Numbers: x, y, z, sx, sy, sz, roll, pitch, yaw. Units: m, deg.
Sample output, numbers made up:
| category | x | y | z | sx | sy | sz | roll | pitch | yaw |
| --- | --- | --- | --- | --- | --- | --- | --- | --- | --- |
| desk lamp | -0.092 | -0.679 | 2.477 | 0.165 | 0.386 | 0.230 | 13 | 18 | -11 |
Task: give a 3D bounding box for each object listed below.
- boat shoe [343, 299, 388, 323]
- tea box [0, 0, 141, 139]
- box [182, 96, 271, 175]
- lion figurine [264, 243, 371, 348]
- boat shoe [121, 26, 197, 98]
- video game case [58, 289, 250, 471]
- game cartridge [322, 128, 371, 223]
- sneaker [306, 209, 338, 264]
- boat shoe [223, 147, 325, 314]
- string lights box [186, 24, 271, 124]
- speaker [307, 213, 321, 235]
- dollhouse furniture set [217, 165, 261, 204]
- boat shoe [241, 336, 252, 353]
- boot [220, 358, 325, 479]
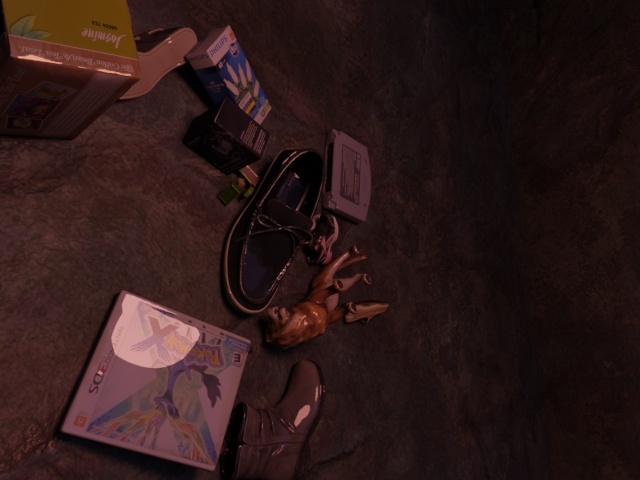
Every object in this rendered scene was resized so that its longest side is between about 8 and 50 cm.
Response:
| category | x | y | z | sx | sy | sz | roll | pitch | yaw |
| --- | --- | --- | --- | --- | --- | --- | --- | --- | --- |
| boat shoe | 0.147 | 0.236 | 1.645 | 0.190 | 0.068 | 0.072 | 0 | 89 | -36 |
| tea box | -0.533 | -0.396 | 0.934 | 0.220 | 0.329 | 0.323 | -6 | 83 | -47 |
| box | -0.246 | -0.268 | 1.320 | 0.158 | 0.156 | 0.093 | 37 | 54 | -32 |
| lion figurine | 0.006 | 0.161 | 1.439 | 0.142 | 0.240 | 0.392 | 56 | 30 | -3 |
| boat shoe | -0.442 | -0.437 | 1.232 | 0.335 | 0.095 | 0.112 | -48 | 142 | -39 |
| video game case | -0.335 | 0.304 | 1.090 | 0.329 | 0.036 | 0.300 | 28 | 58 | -25 |
| game cartridge | 0.095 | -0.215 | 1.735 | 0.198 | 0.062 | 0.297 | 25 | 60 | -44 |
| sneaker | 0.000 | 0.000 | 1.512 | 0.077 | 0.072 | 0.178 | -12 | 119 | -38 |
| boat shoe | -0.116 | -0.044 | 1.350 | 0.187 | 0.156 | 0.500 | 32 | 68 | -27 |
| string lights box | -0.244 | -0.429 | 1.376 | 0.259 | 0.077 | 0.133 | 61 | 40 | -41 |
| speaker | -0.037 | -0.044 | 1.541 | 0.136 | 0.055 | 0.055 | -19 | 92 | -48 |
| dollhouse furniture set | -0.227 | -0.156 | 1.402 | 0.076 | 0.058 | 0.151 | 46 | 29 | -16 |
| boat shoe | -0.224 | 0.290 | 1.230 | 0.049 | 0.056 | 0.152 | 40 | 42 | 14 |
| boot | -0.115 | 0.439 | 1.269 | 0.223 | 0.118 | 0.338 | 30 | 53 | -31 |
